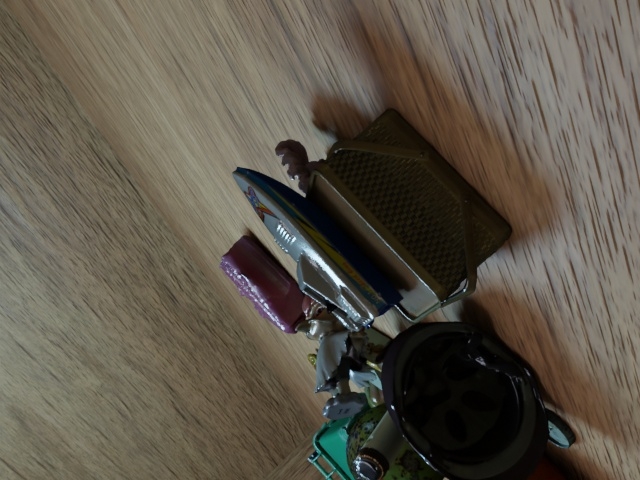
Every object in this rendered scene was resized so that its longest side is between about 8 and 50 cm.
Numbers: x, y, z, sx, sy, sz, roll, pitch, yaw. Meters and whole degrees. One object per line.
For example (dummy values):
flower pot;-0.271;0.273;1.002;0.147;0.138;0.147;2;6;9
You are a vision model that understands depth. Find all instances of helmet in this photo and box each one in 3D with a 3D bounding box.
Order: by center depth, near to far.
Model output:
helmet;0.226;0.271;1.107;0.305;0.225;0.177;51;168;-7

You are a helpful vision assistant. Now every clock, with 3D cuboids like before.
clock;0.404;0.327;1.128;0.085;0.017;0.085;44;163;18

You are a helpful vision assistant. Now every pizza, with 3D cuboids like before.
pizza;0.170;0.273;1.463;0.193;0.069;0.154;26;166;-9

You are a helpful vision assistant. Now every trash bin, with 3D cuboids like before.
trash bin;0.141;0.623;2.008;0.259;0.295;0.381;45;157;12

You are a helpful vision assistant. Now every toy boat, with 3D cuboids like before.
toy boat;-0.022;0.006;0.904;0.295;0.088;0.129;47;164;7

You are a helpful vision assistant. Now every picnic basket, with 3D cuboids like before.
picnic basket;0.112;-0.028;0.888;0.267;0.139;0.165;47;163;9

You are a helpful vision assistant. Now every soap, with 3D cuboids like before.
soap;-0.166;0.148;2.006;0.325;0.127;0.220;46;164;8

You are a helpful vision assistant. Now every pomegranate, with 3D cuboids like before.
pomegranate;0.190;0.508;1.720;0.285;0.284;0.341;70;-177;-50

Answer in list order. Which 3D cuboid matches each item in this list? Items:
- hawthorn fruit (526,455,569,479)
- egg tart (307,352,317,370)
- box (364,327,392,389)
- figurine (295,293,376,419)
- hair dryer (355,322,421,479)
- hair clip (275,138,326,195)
hawthorn fruit;0.397;0.561;1.250;0.330;0.287;0.287;36;160;21
egg tart;0.006;0.460;2.377;0.130;0.052;0.130;44;161;19
box;0.109;0.279;1.659;0.225;0.086;0.130;26;151;53
figurine;0.026;0.182;1.398;0.207;0.166;0.387;105;160;-56
hair dryer;0.160;0.330;1.220;0.203;0.362;0.128;51;130;0
hair clip;0.037;-0.054;1.095;0.300;0.069;0.173;50;-172;-35
